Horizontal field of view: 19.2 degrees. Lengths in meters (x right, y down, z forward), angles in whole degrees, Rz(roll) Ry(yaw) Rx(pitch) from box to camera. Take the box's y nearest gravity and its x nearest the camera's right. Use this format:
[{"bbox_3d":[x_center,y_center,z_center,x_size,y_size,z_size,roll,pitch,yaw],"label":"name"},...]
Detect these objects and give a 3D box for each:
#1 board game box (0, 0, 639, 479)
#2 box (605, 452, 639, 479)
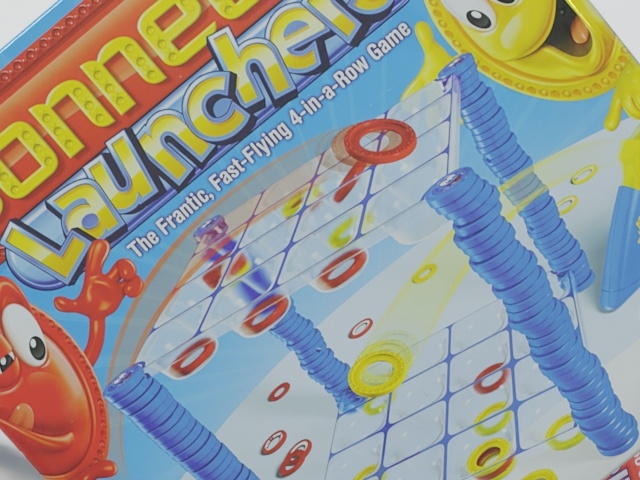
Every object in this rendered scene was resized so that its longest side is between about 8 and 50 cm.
[{"bbox_3d":[0.000,0.000,0.818,0.302,0.308,0.086,49,5,-10],"label":"board game box"},{"bbox_3d":[0.206,0.195,1.176,0.154,0.142,0.300,21,43,-36],"label":"box"}]
